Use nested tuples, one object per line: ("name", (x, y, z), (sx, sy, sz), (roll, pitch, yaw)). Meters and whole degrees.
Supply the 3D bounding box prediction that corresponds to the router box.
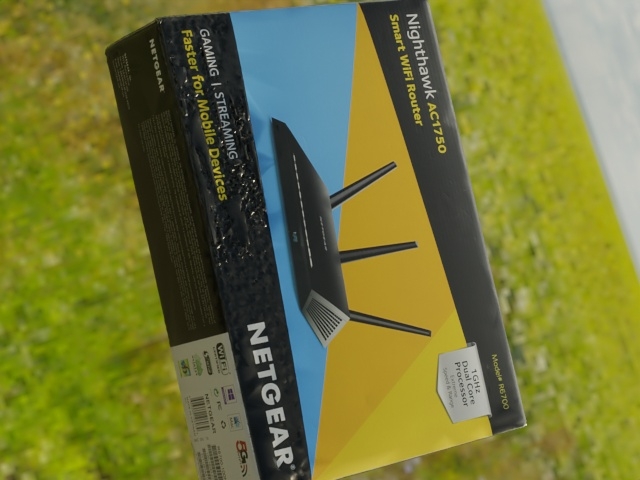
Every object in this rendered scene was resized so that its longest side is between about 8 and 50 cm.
("router box", (0.000, 0.000, 0.689), (0.133, 0.046, 0.179), (-10, 86, -37))
